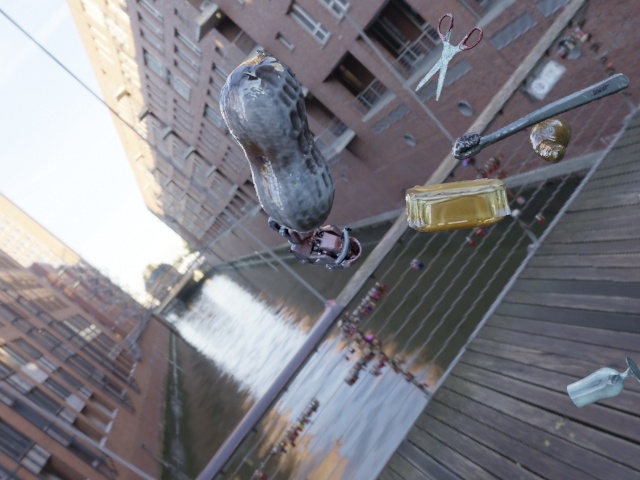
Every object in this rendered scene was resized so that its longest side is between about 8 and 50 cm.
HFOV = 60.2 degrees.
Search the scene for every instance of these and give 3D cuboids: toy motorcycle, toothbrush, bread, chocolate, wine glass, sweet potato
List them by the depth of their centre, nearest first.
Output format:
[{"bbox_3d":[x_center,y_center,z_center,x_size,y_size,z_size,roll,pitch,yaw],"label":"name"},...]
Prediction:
[{"bbox_3d":[-0.051,-0.115,0.711,0.110,0.248,0.110,-19,28,10],"label":"chocolate"},{"bbox_3d":[0.326,-0.186,0.811,0.297,0.030,0.030,-23,-28,-8],"label":"toothbrush"},{"bbox_3d":[0.420,-0.185,1.016,0.075,0.075,0.269,-43,0,34],"label":"sweet potato"},{"bbox_3d":[0.000,0.000,1.067,0.118,0.212,0.084,-6,58,42],"label":"toy motorcycle"},{"bbox_3d":[0.333,-0.087,1.359,0.241,0.107,0.136,-6,16,9],"label":"bread"},{"bbox_3d":[0.978,0.495,1.904,0.231,0.103,0.103,-38,13,29],"label":"wine glass"}]

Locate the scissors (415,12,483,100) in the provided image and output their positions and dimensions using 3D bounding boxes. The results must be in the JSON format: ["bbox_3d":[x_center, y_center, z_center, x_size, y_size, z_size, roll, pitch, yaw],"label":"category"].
[{"bbox_3d":[0.389,-0.565,1.722,0.017,0.144,0.247,-23,-37,-61],"label":"scissors"}]

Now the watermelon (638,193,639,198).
[{"bbox_3d":[1.065,-0.099,1.592,0.193,0.310,0.231,-20,29,17],"label":"watermelon"}]
